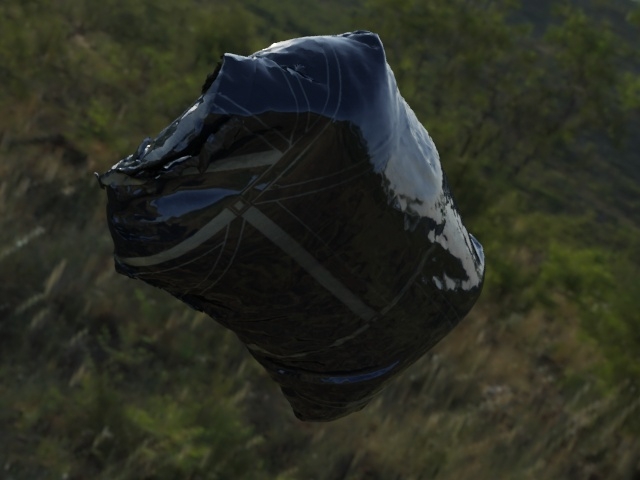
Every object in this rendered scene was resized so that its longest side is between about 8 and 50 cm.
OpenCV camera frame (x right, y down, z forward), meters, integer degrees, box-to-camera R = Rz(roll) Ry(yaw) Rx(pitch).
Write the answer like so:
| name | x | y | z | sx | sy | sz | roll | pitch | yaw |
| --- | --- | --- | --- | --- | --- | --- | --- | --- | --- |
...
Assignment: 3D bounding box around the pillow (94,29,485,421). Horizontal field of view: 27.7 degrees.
| name | x | y | z | sx | sy | sz | roll | pitch | yaw |
| --- | --- | --- | --- | --- | --- | --- | --- | --- | --- |
| pillow | 0.000 | 0.000 | 0.677 | 0.092 | 0.161 | 0.335 | 36 | -8 | 28 |
